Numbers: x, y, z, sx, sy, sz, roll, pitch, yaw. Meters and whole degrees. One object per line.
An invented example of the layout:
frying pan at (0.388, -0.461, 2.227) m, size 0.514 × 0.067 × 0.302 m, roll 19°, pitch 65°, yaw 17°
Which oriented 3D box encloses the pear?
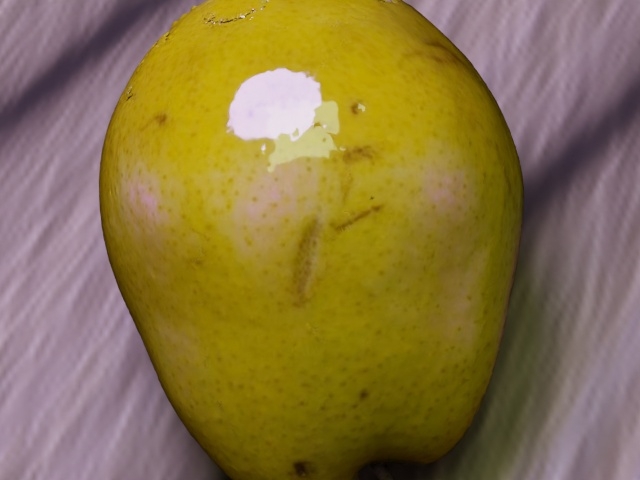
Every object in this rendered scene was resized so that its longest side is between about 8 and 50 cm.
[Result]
pear at (-0.007, -0.004, 1.116) m, size 0.285 × 0.336 × 0.285 m, roll 6°, pitch 10°, yaw -1°
